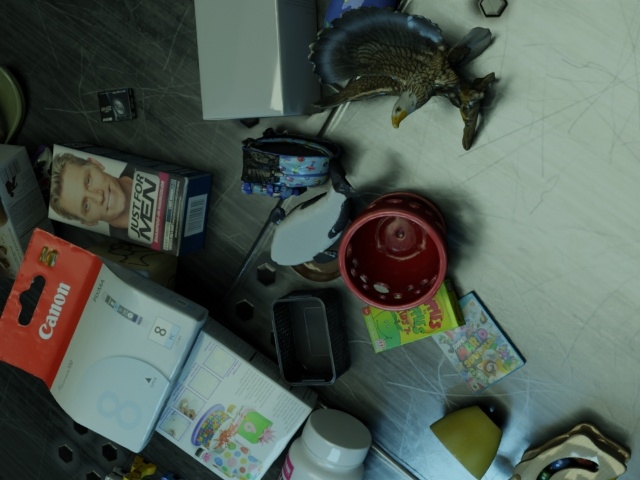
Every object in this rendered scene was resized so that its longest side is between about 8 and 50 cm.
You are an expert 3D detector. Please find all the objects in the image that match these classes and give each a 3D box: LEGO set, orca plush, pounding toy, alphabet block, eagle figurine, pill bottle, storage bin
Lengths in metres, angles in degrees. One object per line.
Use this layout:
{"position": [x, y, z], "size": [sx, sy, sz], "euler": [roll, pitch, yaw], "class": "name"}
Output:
{"position": [-0.409, 0.571, 1.877], "size": [0.227, 0.093, 0.087], "euler": [21, 107, 19], "class": "LEGO set"}
{"position": [-0.007, -0.060, 1.535], "size": [0.151, 0.102, 0.287], "euler": [25, 138, 3], "class": "orca plush"}
{"position": [0.421, 0.453, 1.449], "size": [0.269, 0.155, 0.154], "euler": [-38, 79, 25], "class": "pounding toy"}
{"position": [-0.427, 0.122, 1.719], "size": [0.192, 0.197, 0.193], "euler": [11, 103, 6], "class": "alphabet block"}
{"position": [0.140, -0.282, 1.396], "size": [0.298, 0.225, 0.226], "euler": [23, 119, 11], "class": "eagle figurine"}
{"position": [-0.006, 0.496, 1.646], "size": [0.160, 0.160, 0.283], "euler": [26, 109, 18], "class": "pill bottle"}
{"position": [-0.019, 0.194, 1.637], "size": [0.122, 0.084, 0.180], "euler": [-6, 97, 25], "class": "storage bin"}

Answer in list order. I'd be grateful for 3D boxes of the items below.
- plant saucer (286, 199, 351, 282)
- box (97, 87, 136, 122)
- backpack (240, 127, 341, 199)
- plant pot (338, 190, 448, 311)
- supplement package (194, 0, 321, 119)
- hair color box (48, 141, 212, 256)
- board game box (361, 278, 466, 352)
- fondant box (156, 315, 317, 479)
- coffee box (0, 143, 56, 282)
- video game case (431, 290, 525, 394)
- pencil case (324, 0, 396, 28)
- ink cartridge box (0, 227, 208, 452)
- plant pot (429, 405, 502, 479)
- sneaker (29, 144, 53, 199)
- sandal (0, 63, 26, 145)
{"position": [0.000, 0.000, 1.622], "size": [0.168, 0.029, 0.168], "euler": [5, 103, 24], "class": "plant saucer"}
{"position": [-0.446, -0.295, 1.771], "size": [0.083, 0.018, 0.067], "euler": [-3, 98, 24], "class": "box"}
{"position": [-0.052, -0.144, 1.553], "size": [0.173, 0.158, 0.116], "euler": [7, 107, 13], "class": "backpack"}
{"position": [0.137, 0.012, 1.469], "size": [0.191, 0.174, 0.191], "euler": [3, 108, 9], "class": "plant pot"}
{"position": [-0.116, -0.378, 1.520], "size": [0.175, 0.177, 0.292], "euler": [1, 99, 24], "class": "supplement package"}
{"position": [-0.416, -0.095, 1.748], "size": [0.347, 0.105, 0.173], "euler": [15, 105, 22], "class": "hair color box"}
{"position": [0.176, 0.145, 1.550], "size": [0.181, 0.043, 0.092], "euler": [-22, 80, 29], "class": "board game box"}
{"position": [-0.209, 0.329, 1.679], "size": [0.330, 0.096, 0.238], "euler": [36, 101, 2], "class": "fondant box"}
{"position": [-0.718, -0.063, 1.823], "size": [0.168, 0.119, 0.297], "euler": [8, 127, 21], "class": "coffee box"}
{"position": [0.291, 0.195, 1.536], "size": [0.119, 0.015, 0.166], "euler": [-39, 83, 25], "class": "video game case"}
{"position": [0.078, -0.496, 1.441], "size": [0.133, 0.119, 0.306], "euler": [6, 103, 6], "class": "pencil case"}
{"position": [-0.455, 0.194, 1.590], "size": [0.385, 0.091, 0.308], "euler": [26, 104, 1], "class": "ink cartridge box"}
{"position": [0.284, 0.367, 1.521], "size": [0.095, 0.134, 0.134], "euler": [-45, 80, 1], "class": "plant pot"}
{"position": [-0.657, -0.151, 1.879], "size": [0.170, 0.068, 0.071], "euler": [-49, 46, 30], "class": "sneaker"}
{"position": [-0.775, -0.264, 1.886], "size": [0.120, 0.086, 0.302], "euler": [31, 111, 16], "class": "sandal"}
